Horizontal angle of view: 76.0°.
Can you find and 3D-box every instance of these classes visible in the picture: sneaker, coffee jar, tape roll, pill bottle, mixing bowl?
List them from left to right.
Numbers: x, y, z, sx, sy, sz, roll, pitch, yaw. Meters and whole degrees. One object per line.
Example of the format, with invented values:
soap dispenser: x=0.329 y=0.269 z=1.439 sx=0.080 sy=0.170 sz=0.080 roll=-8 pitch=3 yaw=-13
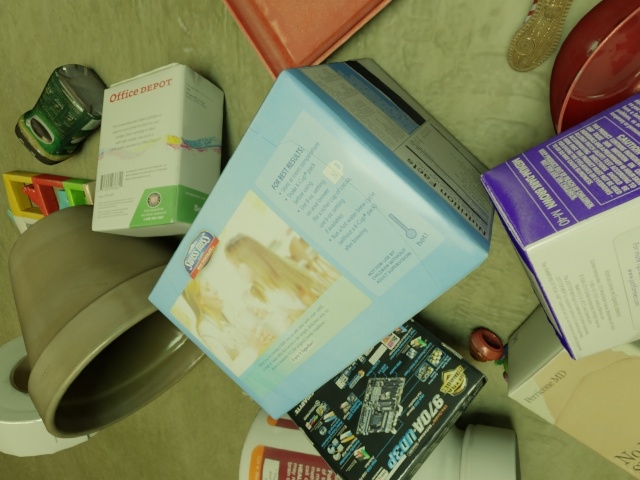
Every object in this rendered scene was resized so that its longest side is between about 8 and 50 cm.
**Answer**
tape roll: x=-0.557 y=0.300 z=0.871 sx=0.286 sy=0.286 sz=0.100 roll=16 pitch=119 yaw=18
coffee jar: x=-0.434 y=-0.205 z=0.692 sx=0.184 sy=0.079 sz=0.096 roll=-24 pitch=109 yaw=31
pill bottle: x=0.093 y=0.366 z=0.635 sx=0.392 sy=0.224 sz=0.224 roll=-4 pitch=112 yaw=27
sneaker: x=0.224 y=-0.231 z=0.401 sx=0.042 sy=0.067 sz=0.118 roll=22 pitch=151 yaw=12
mixing bowl: x=0.279 y=-0.148 z=0.357 sx=0.181 sy=0.098 sz=0.181 roll=-2 pitch=133 yaw=-3

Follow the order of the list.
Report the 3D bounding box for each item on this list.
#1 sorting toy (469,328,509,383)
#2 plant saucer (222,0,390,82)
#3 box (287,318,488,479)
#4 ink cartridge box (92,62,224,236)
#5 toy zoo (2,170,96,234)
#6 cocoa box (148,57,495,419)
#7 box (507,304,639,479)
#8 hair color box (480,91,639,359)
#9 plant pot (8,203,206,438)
sorting toy: x=0.246 y=0.167 z=0.565 sx=0.102 sy=0.061 sz=0.042 roll=46 pitch=128 yaw=26
plant saucer: x=-0.016 y=-0.350 z=0.447 sx=0.258 sy=0.048 sz=0.259 roll=-29 pitch=100 yaw=33
box: x=0.083 y=0.211 z=0.553 sx=0.220 sy=0.051 sz=0.175 roll=-50 pitch=52 yaw=-5
ink cartridge box: x=-0.225 y=-0.117 z=0.577 sx=0.154 sy=0.093 sz=0.213 roll=-4 pitch=82 yaw=26
toy zoo: x=-0.554 y=-0.043 z=0.856 sx=0.293 sy=0.030 sz=0.192 roll=9 pitch=117 yaw=21
cocoa box: x=0.000 y=0.000 z=0.498 sx=0.231 sy=0.228 sz=0.347 roll=42 pitch=124 yaw=1
box: x=0.393 y=0.188 z=0.468 sx=0.311 sy=0.121 sz=0.148 roll=31 pitch=123 yaw=9
hair color box: x=0.329 y=-0.045 z=0.319 sx=0.338 sy=0.110 sz=0.185 roll=-27 pitch=128 yaw=21
plant pot: x=-0.349 y=0.099 z=0.680 sx=0.280 sy=0.323 sz=0.323 roll=42 pitch=125 yaw=17
